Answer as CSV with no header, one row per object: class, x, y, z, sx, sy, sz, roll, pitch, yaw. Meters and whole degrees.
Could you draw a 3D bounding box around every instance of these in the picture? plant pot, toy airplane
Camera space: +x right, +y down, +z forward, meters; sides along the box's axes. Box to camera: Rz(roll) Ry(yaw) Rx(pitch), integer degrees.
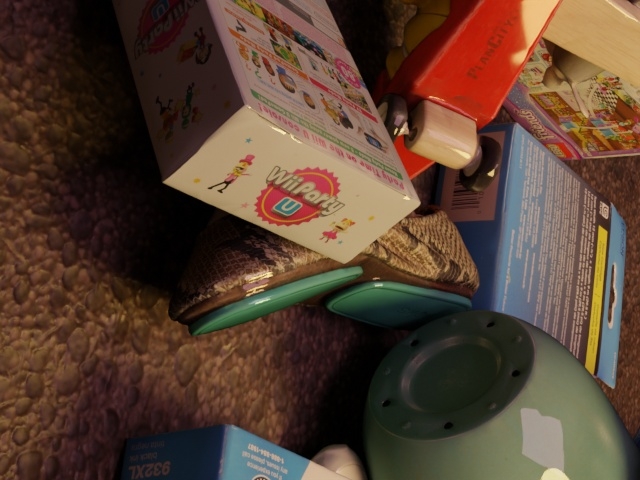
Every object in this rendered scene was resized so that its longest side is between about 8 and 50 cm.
plant pot,0.179,0.216,1.247,0.293,0.293,0.235,-55,130,-36
toy airplane,0.178,-0.272,1.232,0.272,0.384,0.386,-104,175,-58

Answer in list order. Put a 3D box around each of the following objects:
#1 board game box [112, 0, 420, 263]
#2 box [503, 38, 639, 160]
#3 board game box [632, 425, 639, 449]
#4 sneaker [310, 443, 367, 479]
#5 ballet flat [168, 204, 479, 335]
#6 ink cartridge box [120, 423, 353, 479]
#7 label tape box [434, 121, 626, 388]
board game box,-0.060,-0.152,0.994,0.224,0.097,0.303,25,34,-46
box,0.323,-0.207,1.504,0.293,0.201,0.057,43,56,-43
board game box,0.348,0.362,1.302,0.318,0.066,0.318,-60,179,3
sneaker,0.049,0.360,1.202,0.114,0.152,0.305,-8,94,-49
ballet flat,0.000,0.000,1.169,0.483,0.164,0.182,4,65,-56
ink cartridge box,-0.075,0.343,1.023,0.223,0.129,0.307,36,50,-46
label tape box,0.273,0.032,1.508,0.348,0.115,0.249,30,64,-49
